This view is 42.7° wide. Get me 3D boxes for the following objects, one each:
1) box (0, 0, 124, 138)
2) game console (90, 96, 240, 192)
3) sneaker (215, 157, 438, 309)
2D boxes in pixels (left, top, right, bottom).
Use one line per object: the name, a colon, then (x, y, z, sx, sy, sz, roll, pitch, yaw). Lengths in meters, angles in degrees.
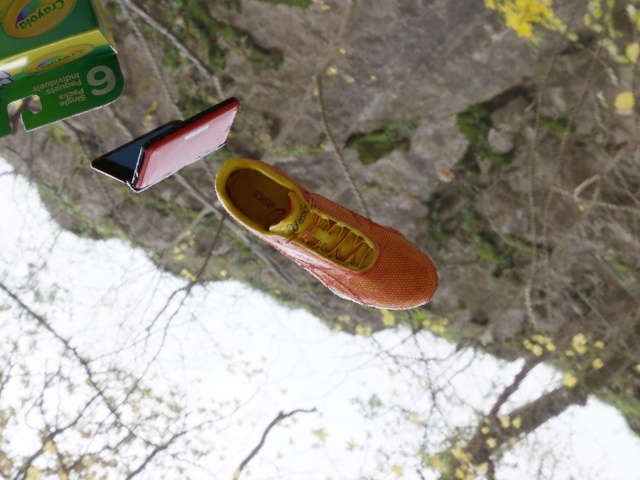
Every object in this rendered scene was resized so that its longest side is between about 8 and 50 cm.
box: (-0.167, -0.136, 0.383, 0.043, 0.105, 0.179, 125, 125, -87)
game console: (-0.183, -0.126, 0.959, 0.085, 0.124, 0.144, 45, -128, 10)
sneaker: (0.000, 0.000, 0.573, 0.175, 0.064, 0.067, 27, -176, 7)
